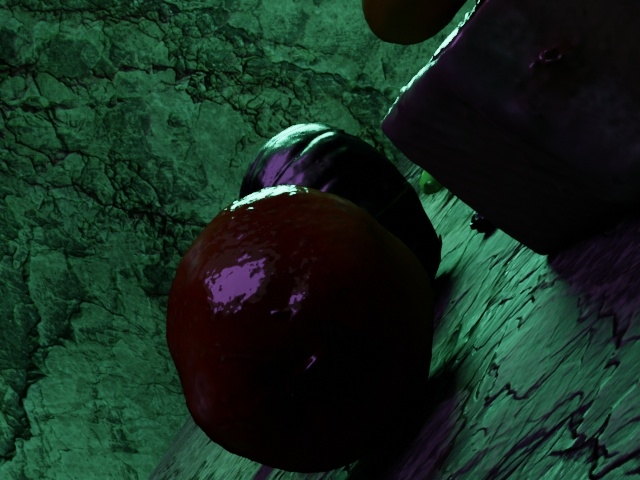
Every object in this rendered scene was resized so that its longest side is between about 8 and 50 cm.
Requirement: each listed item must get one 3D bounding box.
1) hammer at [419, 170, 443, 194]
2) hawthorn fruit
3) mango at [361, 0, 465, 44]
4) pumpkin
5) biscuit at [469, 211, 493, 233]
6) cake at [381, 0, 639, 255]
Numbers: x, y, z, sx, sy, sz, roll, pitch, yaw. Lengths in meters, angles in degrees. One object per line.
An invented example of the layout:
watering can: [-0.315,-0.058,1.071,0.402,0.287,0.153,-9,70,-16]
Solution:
hammer: [0.265,-0.210,2.692,0.335,0.119,0.206,-57,2,10]
hawthorn fruit: [-0.023,0.101,1.697,0.285,0.285,0.369,-50,8,14]
mango: [0.115,-0.268,1.617,0.137,0.091,0.237,-44,6,43]
pumpkin: [0.000,0.000,2.191,0.296,0.296,0.296,-51,4,4]
biscuit: [0.221,-0.046,2.119,0.087,0.027,0.089,-51,3,11]
cake: [0.219,-0.149,1.573,0.237,0.230,0.309,-51,3,-16]
